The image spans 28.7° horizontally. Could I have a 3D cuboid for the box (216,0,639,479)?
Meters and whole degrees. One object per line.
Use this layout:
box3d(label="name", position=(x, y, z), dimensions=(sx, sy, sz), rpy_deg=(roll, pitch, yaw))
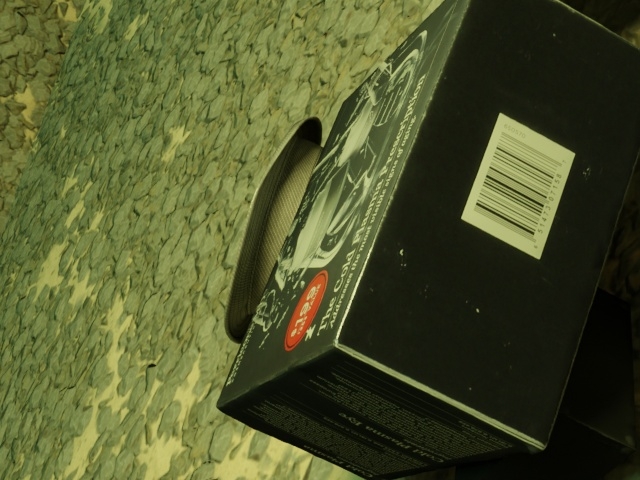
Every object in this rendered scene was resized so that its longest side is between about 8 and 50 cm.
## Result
box3d(label="box", position=(0.089, 0.004, 1.048), dimensions=(0.343, 0.179, 0.312), rpy_deg=(-68, 11, -23))

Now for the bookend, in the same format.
box3d(label="bookend", position=(0.175, 0.134, 1.008), dimensions=(0.157, 0.072, 0.156), rpy_deg=(-52, 16, 39))

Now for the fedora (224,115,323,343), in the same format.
box3d(label="fedora", position=(0.000, 0.000, 1.300), dimensions=(0.275, 0.124, 0.243), rpy_deg=(-54, -21, -77))
